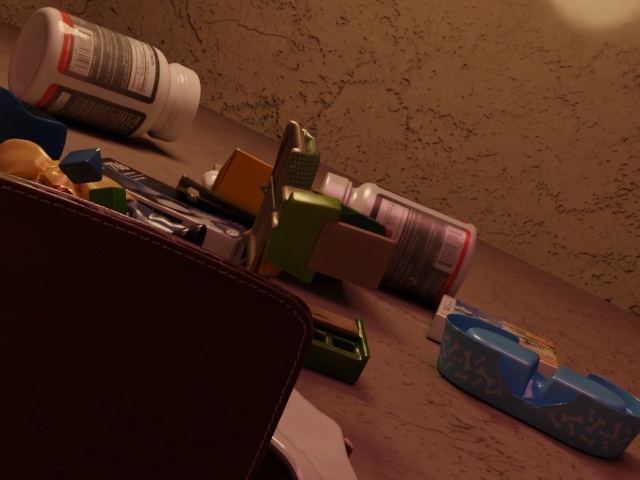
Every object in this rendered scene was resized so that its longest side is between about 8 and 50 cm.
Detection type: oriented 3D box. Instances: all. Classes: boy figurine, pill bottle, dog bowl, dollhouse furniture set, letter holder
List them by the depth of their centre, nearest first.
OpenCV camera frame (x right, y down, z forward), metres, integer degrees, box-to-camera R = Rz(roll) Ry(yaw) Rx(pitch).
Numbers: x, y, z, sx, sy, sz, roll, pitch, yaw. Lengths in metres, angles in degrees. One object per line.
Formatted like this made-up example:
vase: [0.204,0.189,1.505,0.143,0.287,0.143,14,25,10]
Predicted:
letter holder: [-0.183,0.056,0.558,0.302,0.214,0.152,20,10,-18]
boy figurine: [-0.288,-0.039,1.204,0.285,0.092,0.177,23,10,6]
dollhouse furniture set: [0.000,0.000,1.208,0.151,0.198,0.301,19,20,-11]
dog bowl: [0.290,0.196,1.317,0.297,0.074,0.166,26,10,17]
pill bottle: [0.118,-0.004,1.737,0.283,0.161,0.161,22,10,-4]
pill bottle: [-0.450,-0.336,2.077,0.363,0.210,0.210,16,12,-40]

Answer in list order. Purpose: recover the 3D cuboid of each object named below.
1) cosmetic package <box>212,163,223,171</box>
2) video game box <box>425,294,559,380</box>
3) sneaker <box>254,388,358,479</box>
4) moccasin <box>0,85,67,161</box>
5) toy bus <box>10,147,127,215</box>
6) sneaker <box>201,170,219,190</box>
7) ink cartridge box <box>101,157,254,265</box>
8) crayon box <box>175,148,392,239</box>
cosmetic package: [-0.195,-0.121,2.001,0.060,0.041,0.115,21,10,-12]
video game box: [0.275,0.158,1.563,0.205,0.048,0.187,24,12,7]
sneaker: [-0.056,0.147,0.752,0.123,0.106,0.290,27,13,-41]
moccasin: [-0.471,-0.150,1.351,0.117,0.138,0.342,20,-5,9]
toy bus: [-0.246,0.031,0.858,0.104,0.202,0.191,-6,10,16]
sneaker: [-0.158,-0.090,1.918,0.152,0.054,0.061,13,22,-21]
ink cartridge box: [-0.260,-0.052,1.422,0.332,0.065,0.165,23,10,5]
crayon box: [-0.065,-0.045,1.527,0.318,0.081,0.202,27,-9,-10]
